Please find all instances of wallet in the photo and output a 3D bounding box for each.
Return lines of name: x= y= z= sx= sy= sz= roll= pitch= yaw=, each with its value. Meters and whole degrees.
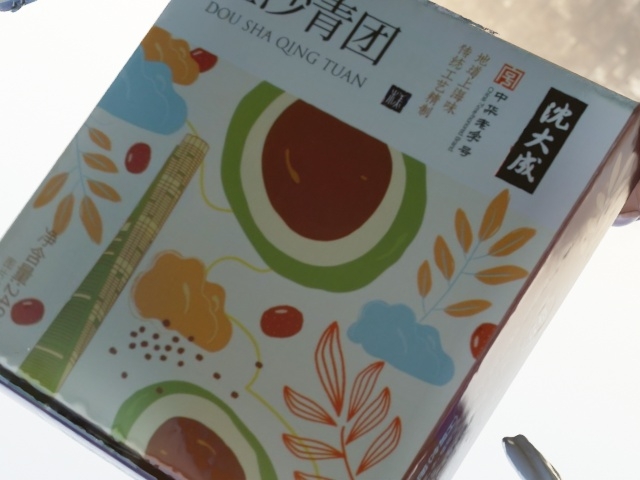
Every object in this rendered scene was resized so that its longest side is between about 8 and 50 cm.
wallet: x=0.184 y=0.200 z=1.023 sx=0.124 sy=0.032 sz=0.183 roll=47 pitch=-175 yaw=-27

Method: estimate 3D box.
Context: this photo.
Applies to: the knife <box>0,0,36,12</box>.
knife: x=-0.388 y=-0.248 z=1.608 sx=0.123 sy=0.278 sz=0.053 roll=-66 pitch=-35 yaw=-50

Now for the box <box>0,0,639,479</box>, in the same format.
box: x=-0.018 y=0.008 z=1.108 sx=0.345 sy=0.385 sz=0.122 roll=29 pitch=168 yaw=22

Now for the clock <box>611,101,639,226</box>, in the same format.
clock: x=0.246 y=-0.056 z=1.267 sx=0.162 sy=0.166 sz=0.092 roll=157 pitch=100 yaw=-69
